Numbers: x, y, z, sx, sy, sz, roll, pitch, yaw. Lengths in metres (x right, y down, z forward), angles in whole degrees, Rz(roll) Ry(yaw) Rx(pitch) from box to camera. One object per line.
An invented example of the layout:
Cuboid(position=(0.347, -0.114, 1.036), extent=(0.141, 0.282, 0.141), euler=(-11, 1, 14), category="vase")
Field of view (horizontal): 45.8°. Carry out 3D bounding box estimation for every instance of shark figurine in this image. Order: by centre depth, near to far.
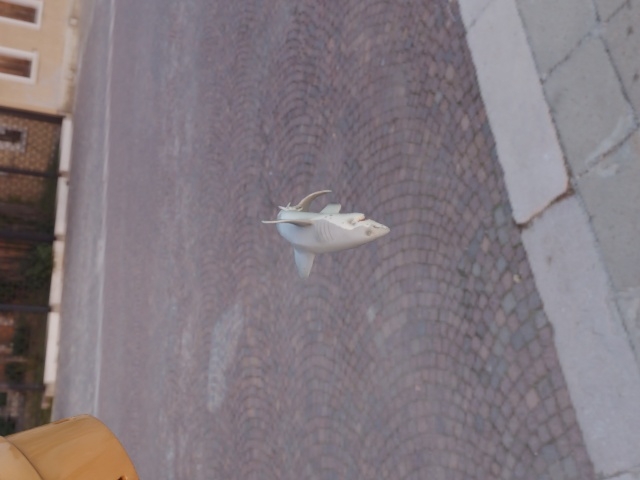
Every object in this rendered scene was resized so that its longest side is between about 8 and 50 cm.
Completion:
Cuboid(position=(-0.024, -0.002, 1.155), extent=(0.278, 0.166, 0.116), euler=(-153, 58, -68), category="shark figurine")

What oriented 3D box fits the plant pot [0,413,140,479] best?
Cuboid(position=(-0.426, 0.419, 1.228), extent=(0.291, 0.203, 0.291), euler=(24, 126, 37), category="plant pot")
